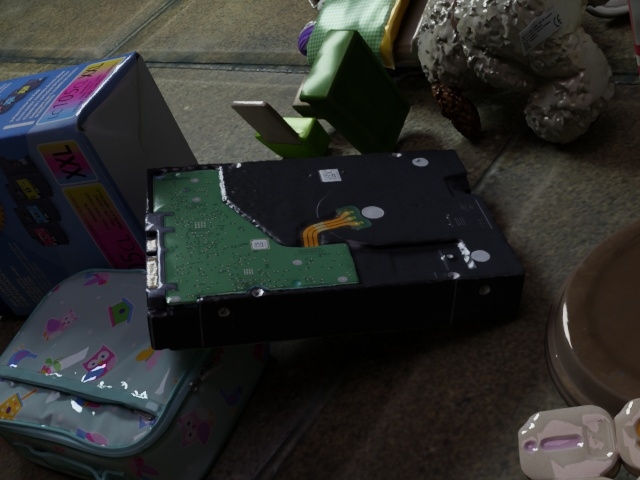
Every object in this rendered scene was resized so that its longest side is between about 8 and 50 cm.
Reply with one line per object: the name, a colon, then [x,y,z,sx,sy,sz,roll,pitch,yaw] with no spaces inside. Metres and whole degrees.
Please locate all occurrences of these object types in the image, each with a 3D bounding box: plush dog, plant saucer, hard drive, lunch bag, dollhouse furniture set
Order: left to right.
lunch bag: [-0.202,0.136,0.888,0.279,0.108,0.224,2,45,34]
hard drive: [0.000,0.000,0.865,0.338,0.064,0.237,-4,35,-9]
dollhouse furniture set: [0.025,-0.268,1.128,0.197,0.151,0.302,8,69,40]
plush dog: [0.198,-0.244,0.999,0.225,0.210,0.263,-12,64,56]
plant saucer: [0.318,0.058,0.711,0.277,0.041,0.278,-17,37,13]

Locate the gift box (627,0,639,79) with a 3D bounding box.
gift box: [0.441,-0.204,0.775,0.276,0.255,0.258,13,49,48]

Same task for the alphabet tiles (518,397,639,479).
alphabet tiles: [0.206,0.229,0.555,0.277,0.021,0.284,-13,46,20]

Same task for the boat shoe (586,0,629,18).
boat shoe: [0.451,-0.392,1.164,0.319,0.116,0.099,-45,-5,-12]

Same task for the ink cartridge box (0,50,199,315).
ink cartridge box: [-0.341,-0.049,1.069,0.395,0.270,0.151,-3,39,30]

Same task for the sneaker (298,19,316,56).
sneaker: [0.018,-0.280,1.303,0.071,0.068,0.170,-47,40,-17]

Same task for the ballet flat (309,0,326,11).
ballet flat: [0.020,-0.407,1.473,0.067,0.073,0.206,-51,30,14]
